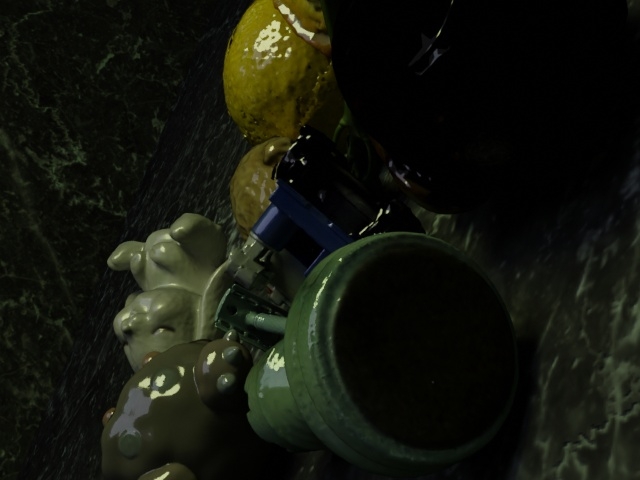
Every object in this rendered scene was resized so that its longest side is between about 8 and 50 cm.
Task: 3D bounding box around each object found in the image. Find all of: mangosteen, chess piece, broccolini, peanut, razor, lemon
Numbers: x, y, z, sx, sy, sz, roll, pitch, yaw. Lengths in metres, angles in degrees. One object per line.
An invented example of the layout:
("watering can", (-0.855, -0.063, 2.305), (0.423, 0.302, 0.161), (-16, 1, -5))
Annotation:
("mangosteen", (0.130, -0.156, 0.742), (0.287, 0.233, 0.288), (-18, 67, 48))
("chess piece", (0.025, 0.123, 0.735), (0.299, 0.194, 0.195), (-41, 28, 62))
("broccolini", (0.017, -0.154, 0.908), (0.074, 0.392, 0.079), (-37, 56, -13))
("peanut", (-0.046, -0.022, 1.044), (0.110, 0.233, 0.196), (-26, 27, -22))
("razor", (-0.039, 0.114, 1.026), (0.232, 0.106, 0.068), (2, 65, 57))
("lemon", (-0.007, -0.246, 1.140), (0.258, 0.257, 0.310), (-32, 39, 53))

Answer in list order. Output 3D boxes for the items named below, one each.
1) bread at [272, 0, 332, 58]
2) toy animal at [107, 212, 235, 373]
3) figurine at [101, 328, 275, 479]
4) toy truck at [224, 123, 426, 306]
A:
("bread", (0.100, -0.381, 0.941), (0.336, 0.204, 0.358), (17, 67, 27))
("toy animal", (-0.246, 0.120, 1.371), (0.271, 0.206, 0.265), (-23, 53, 30))
("figurine", (-0.171, 0.245, 1.030), (0.248, 0.203, 0.380), (-61, 8, -16))
("toy truck", (0.000, 0.000, 0.850), (0.177, 0.161, 0.213), (-50, -10, 3))
